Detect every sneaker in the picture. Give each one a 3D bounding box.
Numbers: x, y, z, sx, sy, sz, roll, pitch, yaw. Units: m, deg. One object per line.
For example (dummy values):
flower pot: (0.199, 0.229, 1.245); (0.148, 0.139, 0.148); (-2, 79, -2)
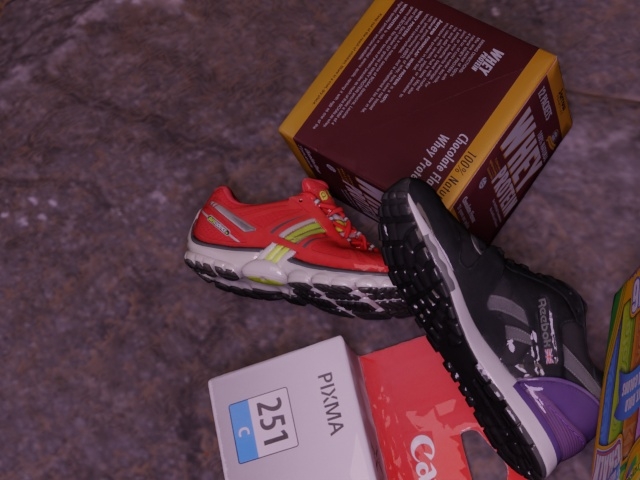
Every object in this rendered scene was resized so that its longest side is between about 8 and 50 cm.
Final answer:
sneaker: (0.157, 0.056, 1.133); (0.124, 0.107, 0.283); (-32, 99, -17)
sneaker: (0.000, 0.000, 1.246); (0.279, 0.107, 0.118); (11, 74, 21)

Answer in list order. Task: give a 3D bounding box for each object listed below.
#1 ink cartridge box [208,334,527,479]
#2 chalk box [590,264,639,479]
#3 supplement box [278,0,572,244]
ink cartridge box: (0.052, 0.226, 1.155); (0.261, 0.066, 0.296); (-19, 63, 10)
chalk box: (0.318, 0.163, 1.009); (0.180, 0.179, 0.289); (11, 68, 0)
supplement box: (0.104, -0.109, 1.253); (0.194, 0.129, 0.191); (31, 78, 27)
